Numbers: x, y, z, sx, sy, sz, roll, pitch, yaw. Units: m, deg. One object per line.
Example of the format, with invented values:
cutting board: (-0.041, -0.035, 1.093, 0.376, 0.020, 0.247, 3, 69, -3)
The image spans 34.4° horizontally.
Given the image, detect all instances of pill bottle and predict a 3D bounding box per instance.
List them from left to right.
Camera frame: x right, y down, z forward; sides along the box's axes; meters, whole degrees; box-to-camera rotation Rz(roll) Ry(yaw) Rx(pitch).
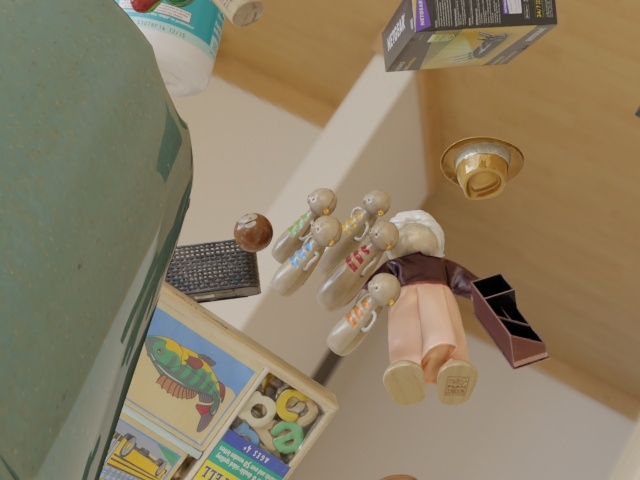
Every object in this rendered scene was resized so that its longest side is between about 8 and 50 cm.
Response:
pill bottle: (-0.180, -0.320, 1.268, 0.146, 0.264, 0.146, 12, 168, 3)

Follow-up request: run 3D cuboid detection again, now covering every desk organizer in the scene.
desk organizer: (0.225, 0.095, 1.247, 0.130, 0.047, 0.050, -118, 13, -59)

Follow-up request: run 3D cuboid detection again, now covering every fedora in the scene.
fedora: (0.348, -0.144, 2.227, 0.194, 0.079, 0.194, 6, 149, 4)

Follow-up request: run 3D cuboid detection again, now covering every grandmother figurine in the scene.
grandmother figurine: (0.147, 0.078, 1.446, 0.208, 0.342, 0.104, 6, 128, -8)

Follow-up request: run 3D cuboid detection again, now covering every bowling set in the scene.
bowling set: (0.000, 0.000, 1.390, 0.200, 0.154, 0.287, 32, -160, -22)

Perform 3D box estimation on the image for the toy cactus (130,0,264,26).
toy cactus: (-0.112, -0.283, 0.986, 0.112, 0.219, 0.180, 12, -139, -57)

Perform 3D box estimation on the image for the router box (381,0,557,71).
router box: (0.252, -0.374, 1.831, 0.243, 0.081, 0.309, -4, 178, -5)

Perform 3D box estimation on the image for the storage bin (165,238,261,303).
storage bin: (-0.194, 0.056, 1.733, 0.180, 0.084, 0.122, -8, 170, -3)

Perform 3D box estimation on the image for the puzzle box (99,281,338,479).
puzzle box: (-0.221, 0.175, 1.128, 0.409, 0.272, 0.052, 34, -174, -12)

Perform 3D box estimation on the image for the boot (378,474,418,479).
boot: (0.097, 0.301, 1.145, 0.118, 0.042, 0.087, 14, 132, -18)

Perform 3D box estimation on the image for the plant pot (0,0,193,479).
plant pot: (-0.220, 0.040, 0.434, 0.341, 0.334, 0.341, 7, 130, 8)

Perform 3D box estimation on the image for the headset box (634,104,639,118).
headset box: (0.672, -0.314, 1.710, 0.131, 0.283, 0.246, 33, 158, 4)
